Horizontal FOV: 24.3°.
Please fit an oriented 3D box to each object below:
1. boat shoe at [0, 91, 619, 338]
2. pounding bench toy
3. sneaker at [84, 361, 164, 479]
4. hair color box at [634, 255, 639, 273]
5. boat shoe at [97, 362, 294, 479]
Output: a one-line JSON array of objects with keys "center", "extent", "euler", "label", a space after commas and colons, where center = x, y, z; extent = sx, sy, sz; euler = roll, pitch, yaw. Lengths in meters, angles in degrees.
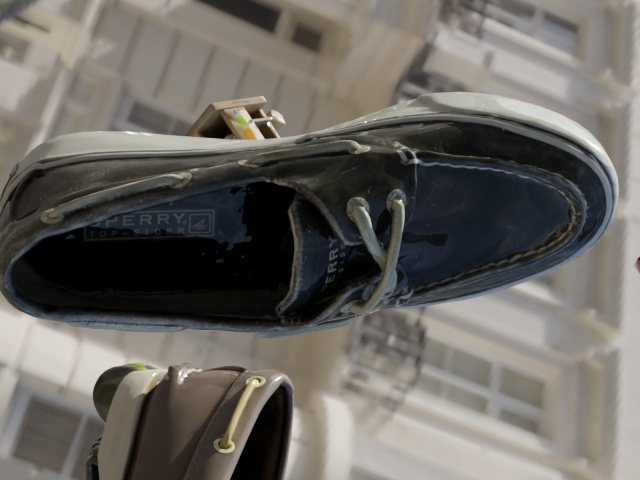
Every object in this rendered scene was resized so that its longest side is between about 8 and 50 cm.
[{"center": [0.000, 0.000, 0.507], "extent": [0.070, 0.219, 0.077], "euler": [-109, -165, -65], "label": "boat shoe"}, {"center": [-0.042, -0.055, 0.995], "extent": [0.083, 0.065, 0.052], "euler": [-15, 156, -49], "label": "pounding bench toy"}, {"center": [-0.201, 0.221, 1.594], "extent": [0.300, 0.121, 0.111], "euler": [-140, -130, -57], "label": "sneaker"}, {"center": [0.377, 0.011, 1.405], "extent": [0.141, 0.072, 0.043], "euler": [-33, 167, 0], "label": "hair color box"}, {"center": [-0.074, 0.202, 0.801], "extent": [0.324, 0.097, 0.116], "euler": [-84, 159, -44], "label": "boat shoe"}]
